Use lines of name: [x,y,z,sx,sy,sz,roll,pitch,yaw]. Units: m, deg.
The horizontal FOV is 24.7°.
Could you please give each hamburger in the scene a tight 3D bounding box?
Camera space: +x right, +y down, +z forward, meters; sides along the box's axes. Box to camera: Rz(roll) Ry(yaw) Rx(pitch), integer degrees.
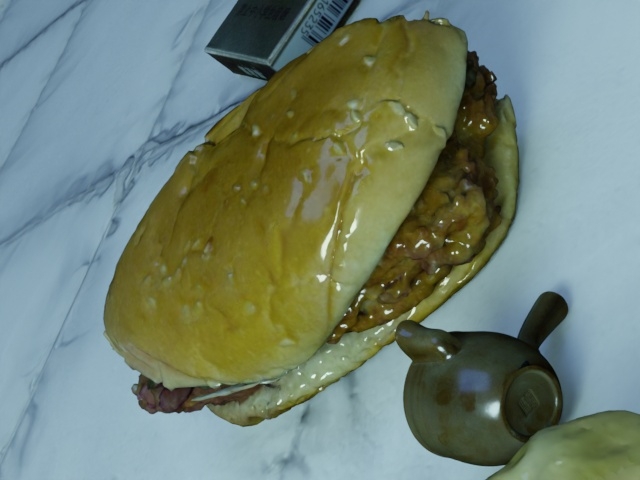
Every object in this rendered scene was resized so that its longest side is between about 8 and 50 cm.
hamburger: [0.000,0.000,0.892,0.245,0.155,0.282,14,76,57]

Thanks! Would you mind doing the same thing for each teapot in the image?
teapot: [0.091,0.058,0.737,0.110,0.085,0.080,-43,20,-24]

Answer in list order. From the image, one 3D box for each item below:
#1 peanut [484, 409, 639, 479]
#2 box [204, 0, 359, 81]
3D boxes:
peanut: [0.059,0.209,0.537,0.319,0.147,0.147,-62,25,-4]
box: [0.024,-0.289,1.335,0.325,0.047,0.180,-56,24,-4]
